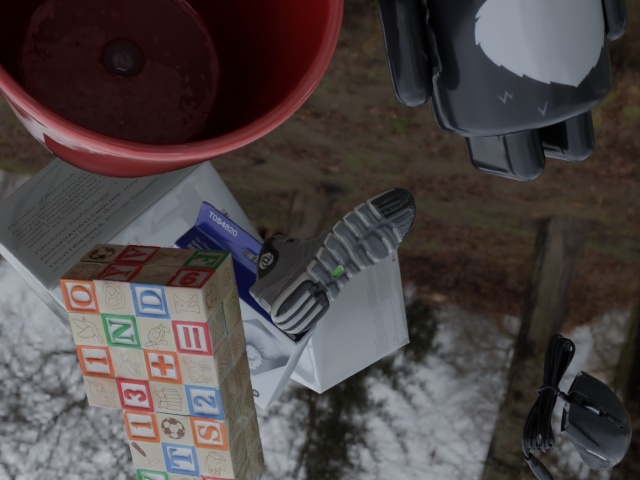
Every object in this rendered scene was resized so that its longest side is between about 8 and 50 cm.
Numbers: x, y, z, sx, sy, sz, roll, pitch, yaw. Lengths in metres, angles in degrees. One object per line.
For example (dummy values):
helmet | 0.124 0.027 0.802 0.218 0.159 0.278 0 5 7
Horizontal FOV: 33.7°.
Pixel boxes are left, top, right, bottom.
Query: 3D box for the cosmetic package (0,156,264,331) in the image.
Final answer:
cosmetic package | -0.326 0.029 1.863 0.394 0.327 0.329 27 155 52

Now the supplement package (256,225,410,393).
supplement package | 0.015 0.106 1.742 0.203 0.194 0.149 -26 -152 -33

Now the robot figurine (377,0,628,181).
robot figurine | 0.171 -0.198 0.961 0.174 0.278 0.209 -4 -160 29

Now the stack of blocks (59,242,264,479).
stack of blocks | -0.175 0.156 1.213 0.171 0.297 0.087 2 -152 19

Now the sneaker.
sneaker | 0.000 0.000 1.287 0.132 0.229 0.086 33 160 48

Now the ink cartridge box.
ink cartridge box | -0.116 0.092 1.429 0.223 0.224 0.045 37 -137 13

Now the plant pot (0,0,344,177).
plant pot | -0.146 -0.169 0.831 0.275 0.274 0.243 13 168 -14

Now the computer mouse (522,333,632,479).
computer mouse | 0.348 0.260 1.386 0.060 0.184 0.262 0 143 38
